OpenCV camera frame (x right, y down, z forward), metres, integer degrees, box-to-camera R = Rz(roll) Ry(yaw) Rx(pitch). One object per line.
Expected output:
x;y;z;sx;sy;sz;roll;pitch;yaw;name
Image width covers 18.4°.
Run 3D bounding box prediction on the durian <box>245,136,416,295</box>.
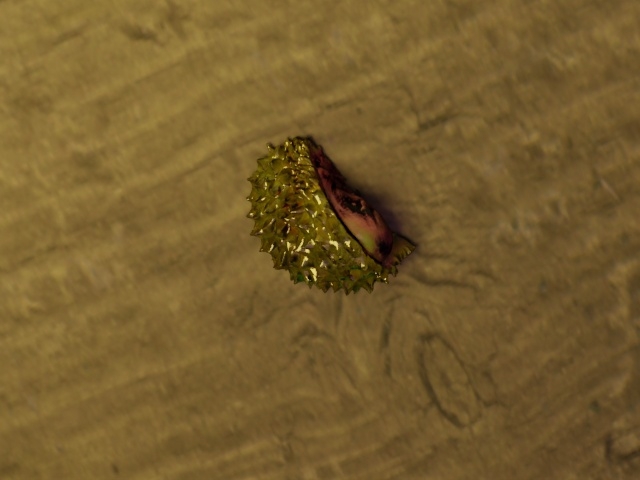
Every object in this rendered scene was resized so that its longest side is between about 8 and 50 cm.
0.002;0.001;1.872;0.119;0.108;0.186;-39;117;9;durian
